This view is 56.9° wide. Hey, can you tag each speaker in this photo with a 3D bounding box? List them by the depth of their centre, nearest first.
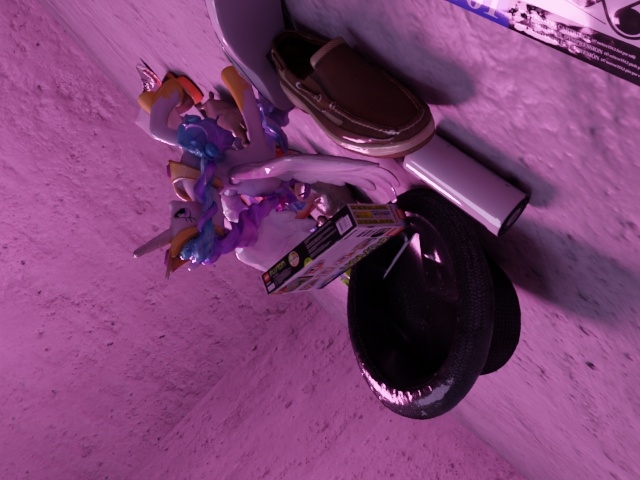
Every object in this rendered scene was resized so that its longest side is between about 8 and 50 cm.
[{"bbox_3d":[0.159,-0.066,0.658,0.136,0.055,0.055,40,170,23],"label":"speaker"}]

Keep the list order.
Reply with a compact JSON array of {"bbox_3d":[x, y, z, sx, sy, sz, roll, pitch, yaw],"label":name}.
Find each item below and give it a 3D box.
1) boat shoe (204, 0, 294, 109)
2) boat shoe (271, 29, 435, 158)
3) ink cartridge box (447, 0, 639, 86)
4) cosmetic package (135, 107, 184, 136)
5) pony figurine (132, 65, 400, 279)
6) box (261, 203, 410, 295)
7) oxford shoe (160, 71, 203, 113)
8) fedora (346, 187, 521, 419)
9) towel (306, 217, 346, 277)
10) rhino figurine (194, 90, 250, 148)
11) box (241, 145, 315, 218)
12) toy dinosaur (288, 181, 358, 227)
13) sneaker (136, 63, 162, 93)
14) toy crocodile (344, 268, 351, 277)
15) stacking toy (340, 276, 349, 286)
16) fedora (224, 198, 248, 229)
[{"bbox_3d":[-0.092,-0.268,0.748,0.088,0.096,0.267,35,177,23],"label":"boat shoe"},{"bbox_3d":[0.019,-0.175,0.663,0.257,0.095,0.095,36,162,43],"label":"boat shoe"},{"bbox_3d":[0.130,-0.166,0.339,0.207,0.046,0.097,39,169,30],"label":"ink cartridge box"},{"bbox_3d":[-0.382,-0.303,1.642,0.099,0.060,0.239,37,-162,32],"label":"cosmetic package"},{"bbox_3d":[-0.105,-0.095,0.897,0.302,0.351,0.363,121,144,-48],"label":"pony figurine"},{"bbox_3d":[0.018,0.016,0.849,0.114,0.207,0.036,-3,-117,-45],"label":"box"},{"bbox_3d":[-0.398,-0.380,1.569,0.097,0.098,0.271,48,170,-24],"label":"oxford shoe"},{"bbox_3d":[0.172,0.091,0.853,0.153,0.333,0.334,12,-173,-27],"label":"fedora"},{"bbox_3d":[0.000,0.000,1.798,0.336,0.040,0.243,44,170,-14],"label":"towel"},{"bbox_3d":[-0.206,-0.269,1.309,0.243,0.073,0.106,37,173,45],"label":"rhino figurine"},{"bbox_3d":[-0.106,-0.128,1.330,0.122,0.128,0.257,49,171,-29],"label":"box"},{"bbox_3d":[0.008,-0.089,1.142,0.313,0.121,0.160,50,156,-2],"label":"toy dinosaur"},{"bbox_3d":[-0.521,-0.471,1.813,0.061,0.065,0.158,37,169,37],"label":"sneaker"},{"bbox_3d":[0.154,0.088,1.226,0.341,0.115,0.105,40,176,37],"label":"toy crocodile"},{"bbox_3d":[0.165,0.195,1.906,0.167,0.052,0.221,51,171,-31],"label":"stacking toy"},{"bbox_3d":[-0.240,-0.149,1.706,0.244,0.124,0.275,14,150,9],"label":"fedora"}]
